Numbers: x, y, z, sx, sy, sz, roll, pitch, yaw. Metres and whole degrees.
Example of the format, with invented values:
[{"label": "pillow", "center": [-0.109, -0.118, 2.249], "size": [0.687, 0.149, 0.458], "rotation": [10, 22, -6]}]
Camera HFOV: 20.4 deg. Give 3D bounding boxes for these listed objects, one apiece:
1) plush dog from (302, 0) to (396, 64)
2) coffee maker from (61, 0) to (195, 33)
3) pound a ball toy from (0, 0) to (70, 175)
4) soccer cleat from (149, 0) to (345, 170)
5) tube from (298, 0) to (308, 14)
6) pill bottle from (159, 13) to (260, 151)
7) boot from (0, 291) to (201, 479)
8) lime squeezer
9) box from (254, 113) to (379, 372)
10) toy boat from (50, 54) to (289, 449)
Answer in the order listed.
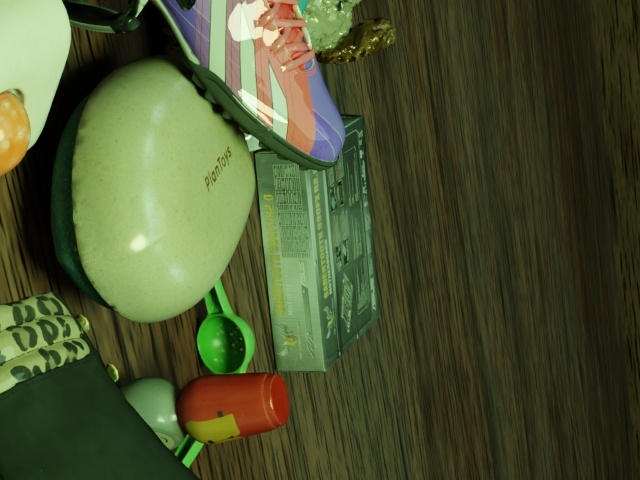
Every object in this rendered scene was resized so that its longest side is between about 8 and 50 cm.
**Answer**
[{"label": "plush dog", "center": [-0.010, -0.288, 1.697], "size": [0.262, 0.210, 0.225], "rotation": [29, 75, -35]}, {"label": "coffee maker", "center": [-0.182, -0.226, 1.173], "size": [0.171, 0.178, 0.120], "rotation": [73, 24, -43]}, {"label": "pound a ball toy", "center": [-0.253, -0.033, 0.943], "size": [0.319, 0.136, 0.208], "rotation": [-38, 160, -48]}, {"label": "soccer cleat", "center": [-0.068, -0.194, 1.376], "size": [0.318, 0.116, 0.108], "rotation": [51, 19, -10]}, {"label": "tube", "center": [-0.043, -0.213, 1.589], "size": [0.052, 0.080, 0.207], "rotation": [-47, 166, -44]}, {"label": "pill bottle", "center": [-0.084, -0.172, 1.541], "size": [0.103, 0.103, 0.184], "rotation": [-46, 132, -62]}, {"label": "boot", "center": [-0.124, 0.179, 1.215], "size": [0.284, 0.138, 0.377], "rotation": [52, 14, 12]}, {"label": "lime squeezer", "center": [-0.102, 0.117, 1.567], "size": [0.110, 0.059, 0.310], "rotation": [50, 45, -60]}, {"label": "box", "center": [0.000, 0.000, 1.836], "size": [0.183, 0.056, 0.231], "rotation": [-38, 125, -64]}, {"label": "toy boat", "center": [-0.132, 0.023, 1.398], "size": [0.267, 0.148, 0.318], "rotation": [-55, 133, -64]}]
